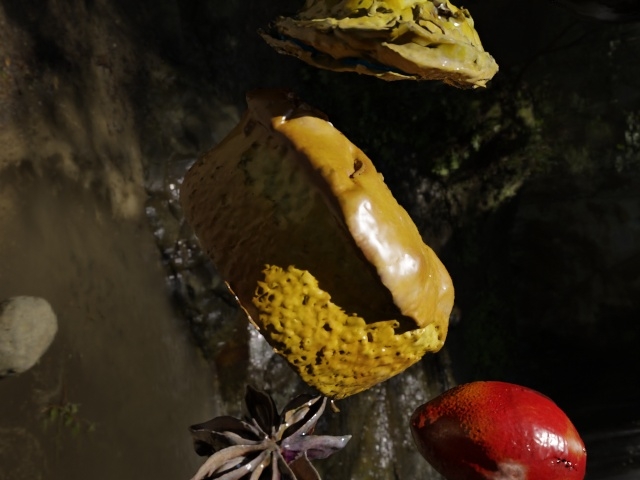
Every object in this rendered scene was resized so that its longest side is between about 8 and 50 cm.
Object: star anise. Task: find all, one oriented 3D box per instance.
[{"bbox_3d":[-0.073,0.257,0.744,0.212,0.197,0.073,-62,160,-50],"label":"star anise"}]

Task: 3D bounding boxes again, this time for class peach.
[{"bbox_3d":[0.265,0.288,0.884,0.154,0.267,0.158,-54,-161,19],"label":"peach"}]

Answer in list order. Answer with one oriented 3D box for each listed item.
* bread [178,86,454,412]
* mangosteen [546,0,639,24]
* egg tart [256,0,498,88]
[{"bbox_3d":[0.000,0.000,0.785,0.398,0.215,0.398,52,3,-3],"label":"bread"},{"bbox_3d":[0.229,-0.248,0.423,0.210,0.210,0.209,-8,90,-83],"label":"mangosteen"},{"bbox_3d":[0.071,-0.250,0.715,0.291,0.291,0.107,-79,180,-70],"label":"egg tart"}]
